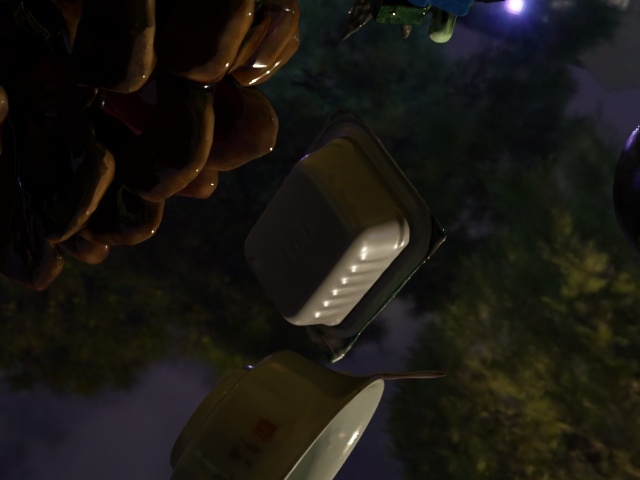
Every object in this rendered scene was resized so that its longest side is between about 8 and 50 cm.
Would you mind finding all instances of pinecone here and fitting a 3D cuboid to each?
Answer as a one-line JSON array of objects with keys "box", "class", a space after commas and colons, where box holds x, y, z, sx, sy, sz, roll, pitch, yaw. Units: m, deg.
[{"box": [-0.225, -0.150, 0.648, 0.398, 0.397, 0.398, 14, -160, -5], "class": "pinecone"}]

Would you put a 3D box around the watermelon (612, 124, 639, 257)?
[{"box": [0.401, -0.049, 1.155, 0.212, 0.212, 0.212, 14, -160, -5], "class": "watermelon"}]

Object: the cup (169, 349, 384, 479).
[{"box": [-0.081, 0.275, 1.494, 0.163, 0.347, 0.347, 36, -155, 15], "class": "cup"}]

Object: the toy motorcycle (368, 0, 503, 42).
[{"box": [0.091, -0.338, 1.001, 0.196, 0.125, 0.331, 5, -119, -9], "class": "toy motorcycle"}]

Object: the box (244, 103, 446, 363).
[{"box": [0.000, 0.000, 1.684, 0.106, 0.336, 0.264, -18, -116, -41], "class": "box"}]

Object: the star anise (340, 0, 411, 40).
[{"box": [0.077, -0.337, 1.357, 0.180, 0.204, 0.061, 54, 166, 5], "class": "star anise"}]

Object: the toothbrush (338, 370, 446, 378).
[{"box": [0.126, 0.238, 2.026, 0.193, 0.013, 0.019, -1, -162, 2], "class": "toothbrush"}]
